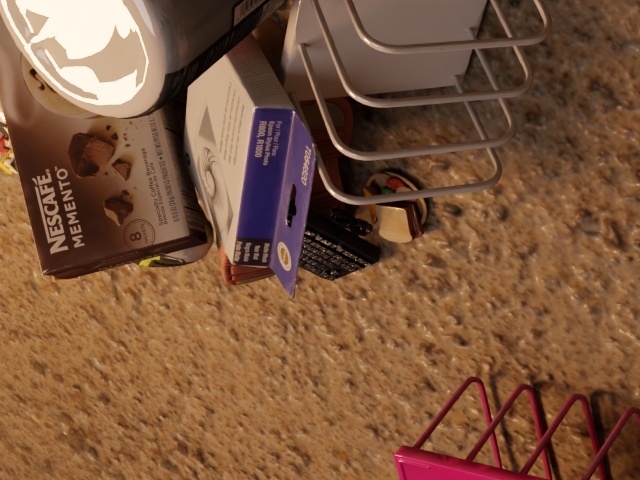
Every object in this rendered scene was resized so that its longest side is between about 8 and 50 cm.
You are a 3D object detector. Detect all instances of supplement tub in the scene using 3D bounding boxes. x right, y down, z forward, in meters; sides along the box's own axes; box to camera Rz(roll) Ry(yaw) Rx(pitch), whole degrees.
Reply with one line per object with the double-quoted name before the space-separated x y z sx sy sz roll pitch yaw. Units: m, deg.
"supplement tub" -0.120 -0.278 1.567 0.207 0.338 0.207 23 137 23

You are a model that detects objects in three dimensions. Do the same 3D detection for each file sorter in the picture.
"file sorter" 0.091 -0.184 1.537 0.278 0.192 0.173 104 153 -48
"file sorter" 0.266 0.284 1.881 0.290 0.182 0.202 9 130 34

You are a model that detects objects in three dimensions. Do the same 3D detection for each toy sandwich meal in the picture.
"toy sandwich meal" 0.079 -0.036 1.868 0.085 0.029 0.086 24 138 23

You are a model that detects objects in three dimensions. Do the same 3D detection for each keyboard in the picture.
"keyboard" 0.000 0.000 1.881 0.108 0.023 0.180 -28 149 24

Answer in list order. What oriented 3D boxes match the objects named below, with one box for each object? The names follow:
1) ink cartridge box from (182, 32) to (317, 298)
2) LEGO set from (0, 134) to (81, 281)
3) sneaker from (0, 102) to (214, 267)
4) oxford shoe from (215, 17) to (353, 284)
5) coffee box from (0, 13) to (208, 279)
"ink cartridge box" -0.077 -0.087 1.691 0.223 0.045 0.224 100 149 -45
"LEGO set" -0.372 -0.086 2.150 0.107 0.132 0.287 10 138 47
"sneaker" -0.260 -0.126 1.955 0.385 0.145 0.147 45 129 13
"oxford shoe" -0.055 -0.091 1.889 0.146 0.140 0.397 63 155 26
"coffee box" -0.242 -0.121 1.843 0.168 0.119 0.297 -14 86 6
